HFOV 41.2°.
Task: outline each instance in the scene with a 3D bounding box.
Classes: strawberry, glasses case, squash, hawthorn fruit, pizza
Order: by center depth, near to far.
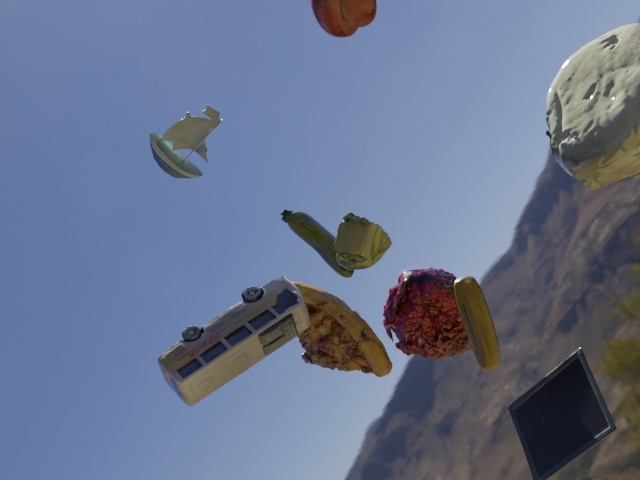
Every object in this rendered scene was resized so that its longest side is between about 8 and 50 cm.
[{"bbox_3d":[0.043,-0.431,1.545,0.128,0.128,0.128,-46,-16,-17],"label":"hawthorn fruit"},{"bbox_3d":[0.012,0.228,1.995,0.086,0.335,0.226,-42,-14,-49],"label":"pizza"},{"bbox_3d":[0.381,0.198,2.057,0.064,0.234,0.079,-19,-2,37],"label":"glasses case"},{"bbox_3d":[0.299,0.184,2.272,0.274,0.274,0.220,-44,-25,-21],"label":"strawberry"},{"bbox_3d":[0.000,0.000,2.292,0.069,0.258,0.069,-45,-8,-8],"label":"squash"}]

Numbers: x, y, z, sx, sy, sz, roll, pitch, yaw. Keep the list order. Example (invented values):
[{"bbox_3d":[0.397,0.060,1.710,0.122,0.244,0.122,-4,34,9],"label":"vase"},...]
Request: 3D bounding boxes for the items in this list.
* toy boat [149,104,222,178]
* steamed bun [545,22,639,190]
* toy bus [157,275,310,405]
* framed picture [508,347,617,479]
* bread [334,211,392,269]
[{"bbox_3d":[-0.227,-0.163,1.391,0.034,0.105,0.149,-75,8,-50],"label":"toy boat"},{"bbox_3d":[0.649,-0.272,1.767,0.312,0.233,0.334,-23,50,50],"label":"steamed bun"},{"bbox_3d":[-0.180,0.208,1.826,0.342,0.138,0.097,-31,-50,-21],"label":"toy bus"},{"bbox_3d":[0.510,0.377,1.811,0.014,0.197,0.252,12,-45,-29],"label":"framed picture"},{"bbox_3d":[0.087,0.015,1.835,0.156,0.103,0.110,39,-112,-61],"label":"bread"}]
